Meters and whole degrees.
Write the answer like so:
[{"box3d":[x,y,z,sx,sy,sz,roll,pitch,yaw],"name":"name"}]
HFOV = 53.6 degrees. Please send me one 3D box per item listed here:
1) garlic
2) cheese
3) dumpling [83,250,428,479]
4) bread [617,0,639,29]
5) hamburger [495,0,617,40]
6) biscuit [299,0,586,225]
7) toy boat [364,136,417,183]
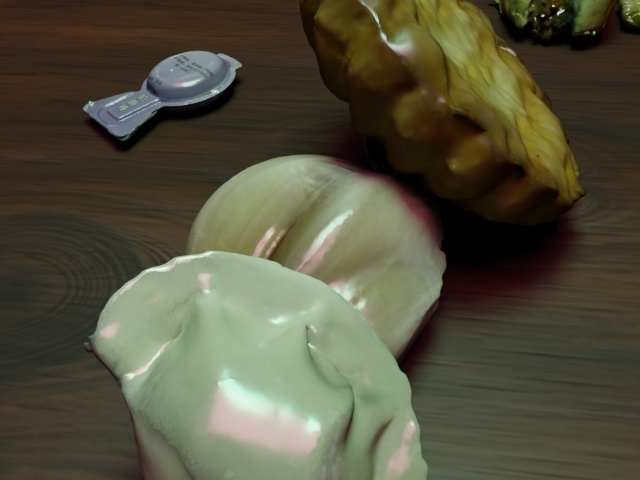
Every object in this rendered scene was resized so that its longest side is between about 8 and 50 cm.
[{"box3d":[0.000,0.000,0.514,0.217,0.110,0.228,22,50,28],"name":"garlic"},{"box3d":[-0.179,-0.180,0.753,0.191,0.042,0.105,-33,50,-26],"name":"cheese"},{"box3d":[-0.021,0.112,0.372,0.166,0.126,0.216,-33,59,-15],"name":"dumpling"},{"box3d":[0.433,-0.314,0.865,0.049,0.033,0.088,-6,38,18],"name":"bread"},{"box3d":[0.323,-0.399,0.870,0.155,0.245,0.282,6,89,2],"name":"hamburger"},{"box3d":[0.104,-0.146,0.567,0.326,0.107,0.325,30,39,-27],"name":"biscuit"},{"box3d":[0.074,-0.099,0.642,0.060,0.061,0.137,1,45,4],"name":"toy boat"}]
